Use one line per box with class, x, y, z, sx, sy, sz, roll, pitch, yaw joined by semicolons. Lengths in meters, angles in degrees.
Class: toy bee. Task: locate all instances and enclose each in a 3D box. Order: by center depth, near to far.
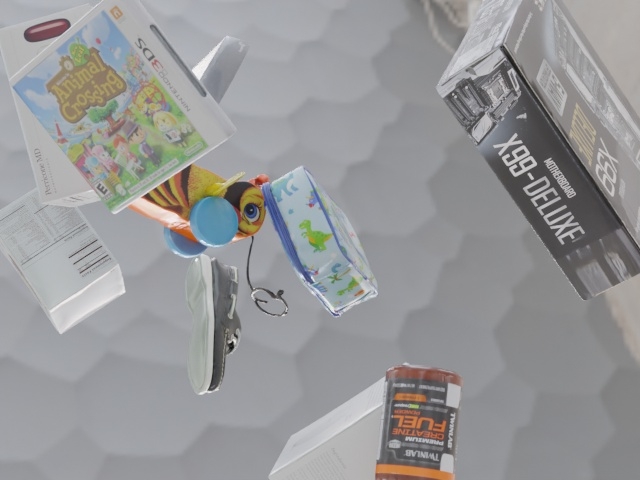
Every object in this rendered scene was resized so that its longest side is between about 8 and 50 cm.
toy bee;-0.150;-0.045;1.787;0.195;0.298;0.162;0;53;37

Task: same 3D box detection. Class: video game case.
video game case;-0.220;-0.148;1.388;0.212;0.023;0.193;-29;104;39

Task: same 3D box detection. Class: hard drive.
hard drive;-0.219;-0.253;2.232;0.172;0.054;0.255;-37;21;36

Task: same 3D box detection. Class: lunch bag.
lunch bag;0.000;0.000;1.808;0.176;0.090;0.219;67;-172;25

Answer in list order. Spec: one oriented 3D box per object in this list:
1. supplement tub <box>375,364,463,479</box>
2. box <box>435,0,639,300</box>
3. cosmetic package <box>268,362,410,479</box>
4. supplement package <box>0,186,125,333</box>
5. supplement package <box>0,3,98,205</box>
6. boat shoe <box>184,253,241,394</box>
supplement tub;0.127;0.266;1.652;0.106;0.106;0.198;145;133;-69
box;0.231;-0.116;1.229;0.242;0.076;0.307;54;-153;-11
cosmetic package;0.067;0.313;1.868;0.138;0.224;0.224;55;-170;-1
supplement package;-0.475;0.030;2.296;0.203;0.149;0.194;53;166;12
supplement package;-0.359;-0.194;1.896;0.204;0.145;0.262;-5;-100;-88
boat shoe;-0.183;0.149;2.273;0.114;0.091;0.303;-52;32;43
